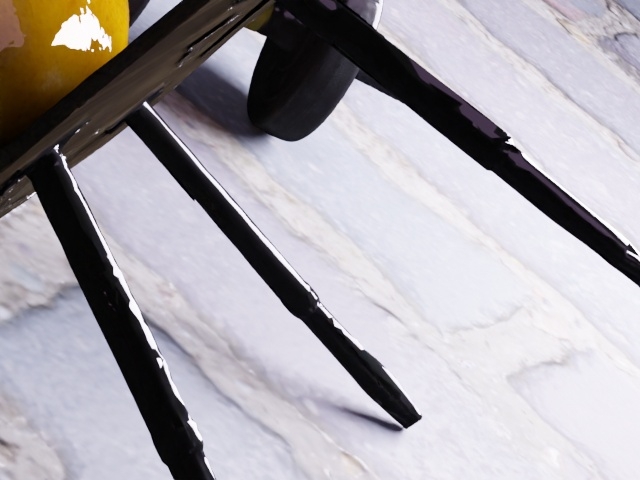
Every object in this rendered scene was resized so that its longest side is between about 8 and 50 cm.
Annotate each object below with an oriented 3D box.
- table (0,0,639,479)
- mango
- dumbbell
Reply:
[{"bbox_3d":[0.000,0.000,0.923,0.249,0.317,0.317,50,25,-3],"label":"table"},{"bbox_3d":[-0.179,-0.132,1.056,0.252,0.126,0.154,-97,162,-59],"label":"mango"},{"bbox_3d":[-0.065,-0.165,1.247,0.325,0.143,0.143,26,27,-20],"label":"dumbbell"}]
